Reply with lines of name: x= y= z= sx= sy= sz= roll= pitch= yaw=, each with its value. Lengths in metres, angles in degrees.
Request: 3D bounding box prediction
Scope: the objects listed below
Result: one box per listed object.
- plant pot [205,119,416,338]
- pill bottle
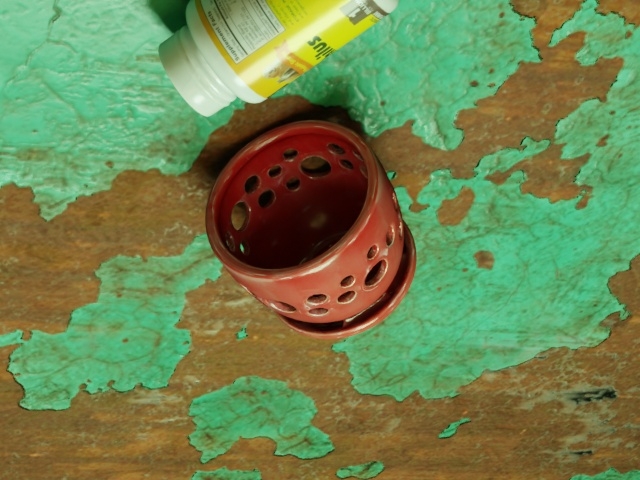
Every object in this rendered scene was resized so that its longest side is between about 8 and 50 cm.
plant pot: x=0.000 y=0.000 z=1.792 sx=0.191 sy=0.191 sz=0.174 roll=-26 pitch=140 yaw=7
pill bottle: x=-0.042 y=-0.208 z=1.614 sx=0.215 sy=0.117 sz=0.117 roll=-33 pitch=136 yaw=15
